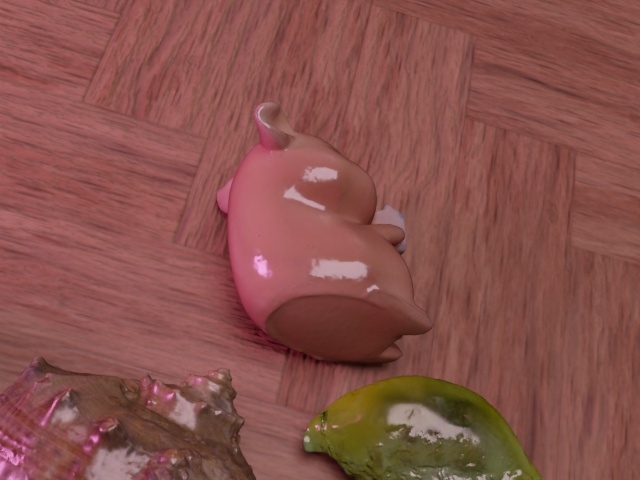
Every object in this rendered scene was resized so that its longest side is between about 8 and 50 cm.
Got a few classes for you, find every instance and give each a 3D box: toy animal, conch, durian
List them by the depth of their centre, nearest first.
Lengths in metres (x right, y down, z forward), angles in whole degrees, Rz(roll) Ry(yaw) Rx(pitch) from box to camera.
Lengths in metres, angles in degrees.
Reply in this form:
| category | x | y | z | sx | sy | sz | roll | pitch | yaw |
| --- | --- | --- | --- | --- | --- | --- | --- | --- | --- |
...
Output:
| category | x | y | z | sx | sy | sz | roll | pitch | yaw |
| --- | --- | --- | --- | --- | --- | --- | --- | --- | --- |
| conch | -0.228 | 0.226 | 0.910 | 0.297 | 0.210 | 0.352 | 33 | 53 | 25 |
| durian | 0.115 | 0.216 | 1.055 | 0.250 | 0.101 | 0.139 | 25 | 56 | 2 |
| toy animal | 0.001 | -0.003 | 1.113 | 0.212 | 0.195 | 0.256 | 5 | 54 | -20 |
